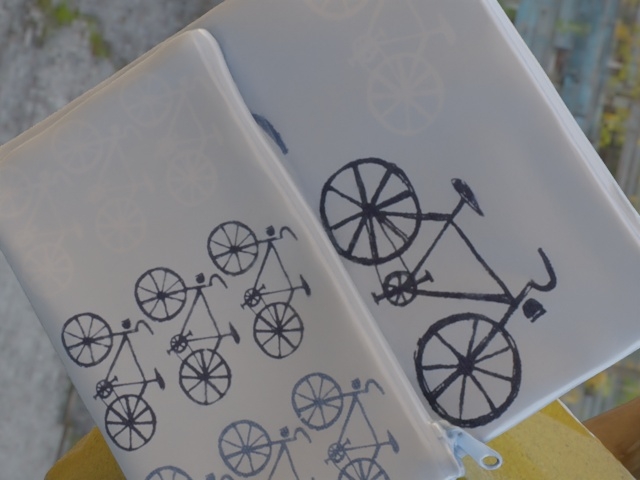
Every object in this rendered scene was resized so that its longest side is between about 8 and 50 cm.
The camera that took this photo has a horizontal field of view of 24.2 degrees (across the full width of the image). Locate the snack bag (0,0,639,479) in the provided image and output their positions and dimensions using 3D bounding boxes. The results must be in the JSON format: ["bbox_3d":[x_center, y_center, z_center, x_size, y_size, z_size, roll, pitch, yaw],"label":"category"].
[{"bbox_3d":[0.000,0.000,0.861,0.323,0.342,0.037,60,8,14],"label":"snack bag"}]

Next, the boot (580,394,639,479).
[{"bbox_3d":[0.244,0.063,0.970,0.089,0.236,0.269,50,-34,40],"label":"boot"}]

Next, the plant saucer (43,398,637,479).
[{"bbox_3d":[0.013,0.198,0.968,0.333,0.333,0.081,-43,-178,22],"label":"plant saucer"}]
